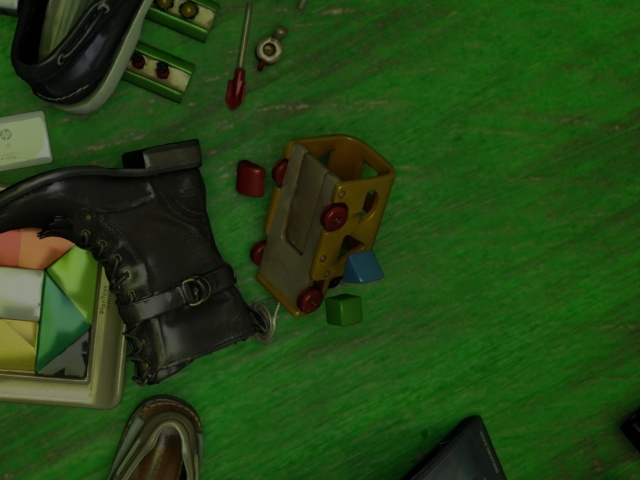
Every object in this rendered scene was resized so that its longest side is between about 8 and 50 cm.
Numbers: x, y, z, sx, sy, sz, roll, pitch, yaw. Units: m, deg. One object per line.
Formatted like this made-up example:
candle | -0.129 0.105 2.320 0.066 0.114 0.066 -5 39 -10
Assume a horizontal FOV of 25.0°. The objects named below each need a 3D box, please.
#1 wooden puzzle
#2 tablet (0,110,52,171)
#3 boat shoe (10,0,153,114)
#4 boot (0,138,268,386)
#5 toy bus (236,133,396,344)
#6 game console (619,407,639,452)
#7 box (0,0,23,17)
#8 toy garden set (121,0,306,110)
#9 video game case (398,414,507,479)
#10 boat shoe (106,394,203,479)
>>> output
wooden puzzle | -0.309 0.054 1.453 0.238 0.044 0.221 6 91 -7
tablet | -0.318 -0.099 1.466 0.083 0.006 0.054 -11 93 -7
boat shoe | -0.216 -0.296 1.400 0.127 0.113 0.340 25 92 30
boot | -0.195 0.033 1.413 0.263 0.091 0.229 -15 96 -16
toy bus | 0.006 -0.007 1.458 0.104 0.202 0.191 -10 86 -37
game console | 0.354 0.306 1.500 0.361 0.044 0.213 -40 88 -17
box | -0.348 -0.300 1.423 0.126 0.072 0.137 9 91 -7
toy garden set | -0.101 -0.255 1.467 0.203 0.049 0.244 22 89 -7
video game case | 0.132 0.313 1.427 0.026 0.274 0.196 -20 95 33
boat shoe | -0.189 0.307 1.446 0.113 0.103 0.302 11 90 -7
